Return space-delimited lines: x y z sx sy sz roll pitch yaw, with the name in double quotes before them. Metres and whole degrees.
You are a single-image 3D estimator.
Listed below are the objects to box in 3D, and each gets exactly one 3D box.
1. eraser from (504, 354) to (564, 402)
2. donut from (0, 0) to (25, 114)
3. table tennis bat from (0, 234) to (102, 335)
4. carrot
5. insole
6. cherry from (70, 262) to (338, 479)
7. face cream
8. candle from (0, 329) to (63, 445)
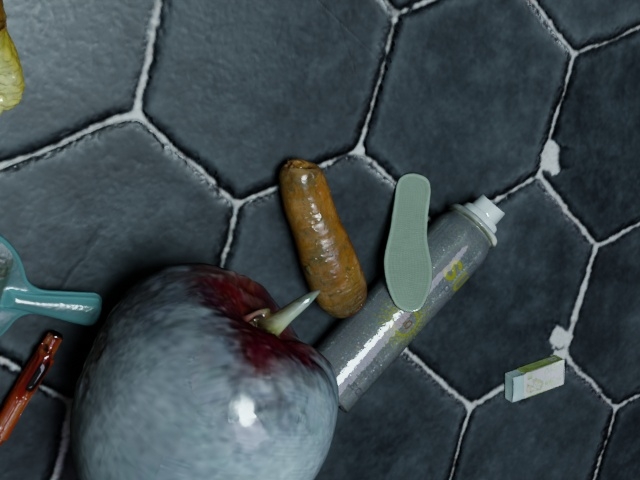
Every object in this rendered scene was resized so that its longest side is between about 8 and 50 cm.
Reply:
"eraser" 0.265 0.171 1.410 0.083 0.019 0.038 -13 115 -27
"donut" -0.354 -0.129 0.855 0.295 0.151 0.112 -20 148 5
"table tennis bat" -0.292 0.047 1.016 0.201 0.033 0.124 12 102 -29
"carrot" 0.000 0.000 1.163 0.060 0.060 0.186 -31 119 -19
"insole" 0.096 0.001 1.207 0.053 0.002 0.152 6 76 4
"cherry" -0.104 0.149 1.030 0.218 0.255 0.296 19 113 -43
"face cream" 0.095 0.061 1.232 0.283 0.073 0.073 -47 124 -10
"candle" -0.289 0.159 1.059 0.021 0.026 0.167 32 89 -31
